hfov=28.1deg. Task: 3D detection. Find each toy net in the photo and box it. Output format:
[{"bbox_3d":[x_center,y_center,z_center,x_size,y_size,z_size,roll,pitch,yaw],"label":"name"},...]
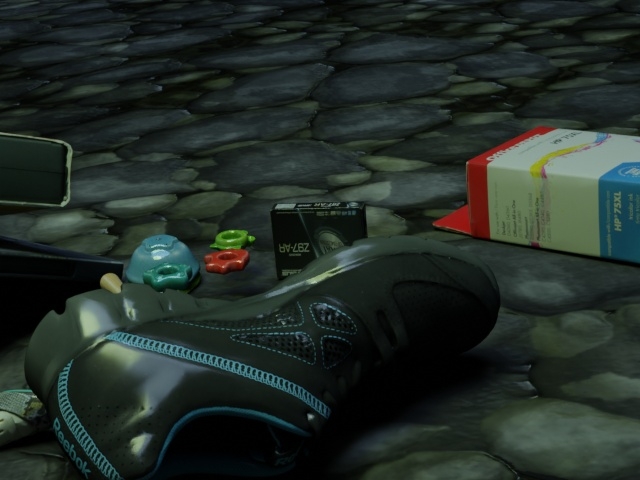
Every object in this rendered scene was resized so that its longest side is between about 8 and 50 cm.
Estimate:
[{"bbox_3d":[-0.128,0.049,1.069,0.122,0.045,0.232,0,22,9],"label":"toy net"}]

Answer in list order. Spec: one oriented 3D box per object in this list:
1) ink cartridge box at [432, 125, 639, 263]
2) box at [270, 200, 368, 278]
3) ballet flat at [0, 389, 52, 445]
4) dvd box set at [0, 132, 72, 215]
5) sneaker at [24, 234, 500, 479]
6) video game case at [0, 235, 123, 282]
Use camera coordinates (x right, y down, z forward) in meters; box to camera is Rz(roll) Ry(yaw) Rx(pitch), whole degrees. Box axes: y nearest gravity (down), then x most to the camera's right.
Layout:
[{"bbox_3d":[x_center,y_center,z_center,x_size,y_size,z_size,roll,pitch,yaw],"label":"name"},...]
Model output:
[{"bbox_3d":[0.230,-0.049,1.191,0.231,0.078,0.134,10,25,39],"label":"ink cartridge box"},{"bbox_3d":[0.000,0.000,1.131,0.083,0.067,0.018,0,19,12],"label":"box"},{"bbox_3d":[-0.231,0.126,0.897,0.114,0.041,0.041,2,21,22],"label":"ballet flat"},{"bbox_3d":[-0.456,-0.053,1.131,0.308,0.062,0.420,4,-5,-40],"label":"dvd box set"},{"bbox_3d":[-0.015,0.094,0.853,0.341,0.125,0.139,-12,47,-25],"label":"sneaker"},{"bbox_3d":[-0.325,0.006,1.089,0.196,0.026,0.274,11,2,26],"label":"video game case"}]
